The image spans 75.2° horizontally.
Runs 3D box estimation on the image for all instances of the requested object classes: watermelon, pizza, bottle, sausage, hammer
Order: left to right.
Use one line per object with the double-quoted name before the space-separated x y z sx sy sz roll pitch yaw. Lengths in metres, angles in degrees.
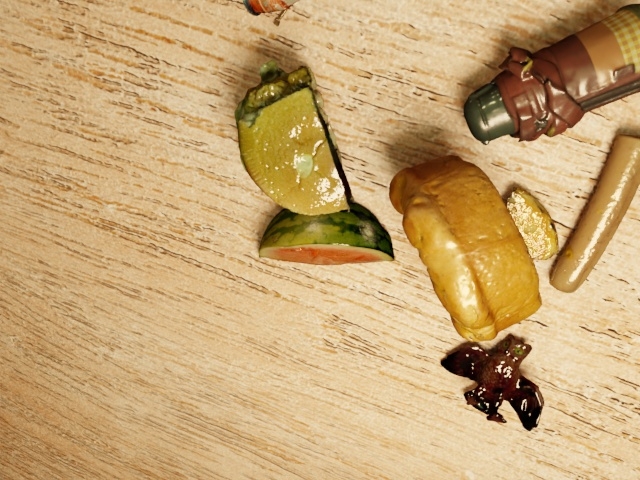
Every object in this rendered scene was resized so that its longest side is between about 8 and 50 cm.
"hammer" -0.043 -0.436 0.741 0.123 0.014 0.029 -42 86 25
"watermelon" 0.000 -0.028 0.856 0.303 0.159 0.129 0 72 12
"pizza" 0.386 -0.023 0.787 0.099 0.036 0.160 -33 100 21
"bottle" 0.363 -0.245 0.651 0.271 0.143 0.156 -21 104 21
"sausage" 0.497 -0.038 0.742 0.065 0.066 0.301 16 115 7

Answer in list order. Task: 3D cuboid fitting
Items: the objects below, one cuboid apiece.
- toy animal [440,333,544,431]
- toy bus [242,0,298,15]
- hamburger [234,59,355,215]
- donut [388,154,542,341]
"toy animal" 0.379 0.290 0.893 0.218 0.116 0.180 33 88 29
"toy bus" -0.075 -0.509 0.660 0.119 0.121 0.265 2 109 7
"hamburger" -0.058 -0.176 0.758 0.192 0.168 0.288 -15 107 17
"donut" 0.237 0.008 0.708 0.150 0.299 0.317 -28 135 10
